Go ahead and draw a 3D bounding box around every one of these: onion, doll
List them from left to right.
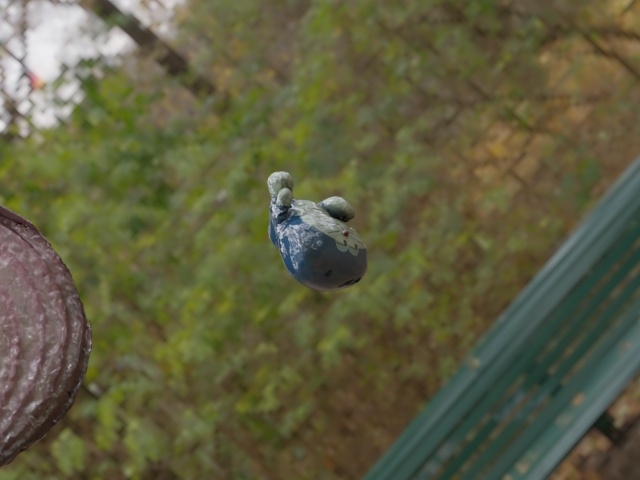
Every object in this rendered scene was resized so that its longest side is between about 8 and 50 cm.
[{"bbox_3d":[-0.319,0.089,1.462,0.247,0.250,0.111,-38,-12,-19],"label":"onion"},{"bbox_3d":[0.000,0.000,1.179,0.050,0.076,0.083,-57,39,19],"label":"doll"}]
